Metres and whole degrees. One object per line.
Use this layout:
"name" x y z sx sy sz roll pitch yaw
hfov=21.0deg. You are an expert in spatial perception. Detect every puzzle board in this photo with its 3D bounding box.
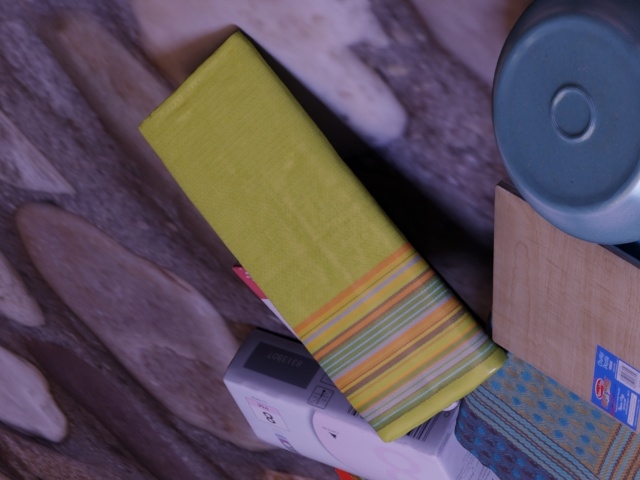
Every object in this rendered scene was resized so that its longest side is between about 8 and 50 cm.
"puzzle board" 0.126 0.034 0.857 0.096 0.011 0.128 33 150 28

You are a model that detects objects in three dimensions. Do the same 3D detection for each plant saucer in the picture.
"plant saucer" 0.115 -0.056 0.749 0.119 0.021 0.119 12 107 44

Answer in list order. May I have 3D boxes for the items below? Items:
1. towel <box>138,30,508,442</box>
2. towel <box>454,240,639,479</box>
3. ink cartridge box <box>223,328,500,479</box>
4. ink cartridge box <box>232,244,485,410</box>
"towel" 0.000 0.000 0.973 0.102 0.021 0.237 -38 91 37
"towel" 0.198 0.091 0.879 0.271 0.040 0.370 40 153 19
"ink cartridge box" 0.048 0.172 1.289 0.189 0.066 0.232 16 146 32
"ink cartridge box" 0.027 0.040 1.069 0.099 0.056 0.135 -1 138 50
